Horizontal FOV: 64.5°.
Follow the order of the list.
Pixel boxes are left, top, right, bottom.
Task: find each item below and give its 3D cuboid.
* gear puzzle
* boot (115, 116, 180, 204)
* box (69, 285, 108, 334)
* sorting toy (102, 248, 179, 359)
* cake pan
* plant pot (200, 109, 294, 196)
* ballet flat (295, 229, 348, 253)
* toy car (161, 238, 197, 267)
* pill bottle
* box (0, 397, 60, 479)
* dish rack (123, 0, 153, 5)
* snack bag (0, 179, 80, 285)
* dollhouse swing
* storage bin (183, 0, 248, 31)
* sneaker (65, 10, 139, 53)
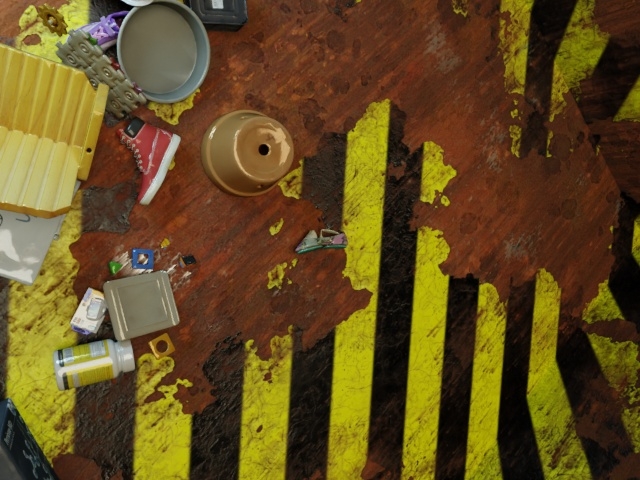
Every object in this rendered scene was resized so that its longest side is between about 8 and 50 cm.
[{"bbox_3d":[-0.636,-0.498,1.404,0.339,0.176,0.044,50,48,-29],"label":"gear puzzle"},{"bbox_3d":[-0.548,-0.241,1.526,0.176,0.088,0.244,23,76,-26],"label":"boot"},{"bbox_3d":[-0.689,0.215,1.522,0.081,0.028,0.136,28,80,-26],"label":"box"},{"bbox_3d":[-0.549,0.199,1.554,0.196,0.047,0.347,-12,84,-39],"label":"sorting toy"},{"bbox_3d":[-0.465,-0.558,1.500,0.293,0.054,0.292,-23,126,-36],"label":"cake pan"},{"bbox_3d":[-0.216,-0.281,1.621,0.291,0.204,0.290,-3,96,-26],"label":"plant pot"},{"bbox_3d":[0.000,0.000,1.832,0.222,0.077,0.079,-7,79,-31],"label":"ballet flat"},{"bbox_3d":[-0.457,0.042,1.631,0.041,0.060,0.122,-39,95,27],"label":"toy car"},{"bbox_3d":[-0.664,0.359,1.496,0.209,0.119,0.119,-9,98,-26],"label":"pill bottle"},{"bbox_3d":[-0.842,0.673,1.335,0.212,0.294,0.395,-27,106,-23],"label":"box"},{"bbox_3d":[-0.553,-0.823,1.394,0.333,0.072,0.285,31,66,-3],"label":"dish rack"},{"bbox_3d":[-0.868,-0.074,1.365,0.323,0.037,0.342,22,70,-28],"label":"snack bag"},{"bbox_3d":[-0.751,-0.278,1.274,0.347,0.305,0.315,14,114,-27],"label":"dollhouse swing"},{"bbox_3d":[-0.329,-0.732,1.593,0.180,0.084,0.121,-9,99,-27],"label":"storage bin"},{"bbox_3d":[-0.616,-0.593,1.450,0.237,0.105,0.095,-35,110,-19],"label":"sneaker"}]
